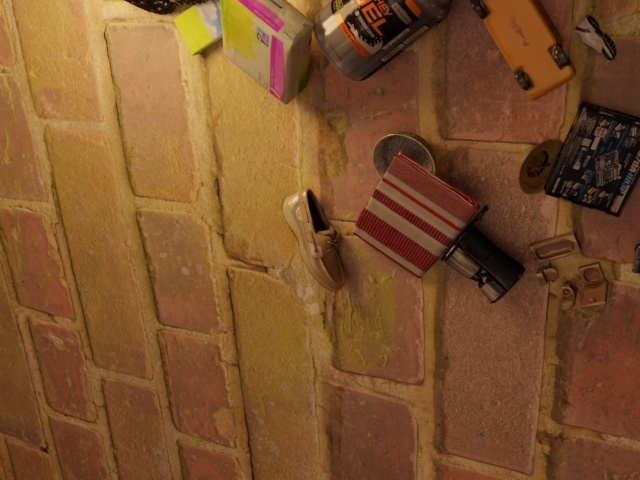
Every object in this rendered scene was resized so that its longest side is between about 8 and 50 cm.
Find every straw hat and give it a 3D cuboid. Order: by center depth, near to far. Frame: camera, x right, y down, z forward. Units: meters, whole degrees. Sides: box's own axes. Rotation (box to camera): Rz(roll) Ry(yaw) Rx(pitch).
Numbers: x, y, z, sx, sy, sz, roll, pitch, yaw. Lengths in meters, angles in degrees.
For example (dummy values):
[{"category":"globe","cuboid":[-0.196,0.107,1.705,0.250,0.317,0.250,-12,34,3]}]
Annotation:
[{"category":"straw hat","cuboid":[0.497,-0.184,1.523,0.061,0.144,0.144,52,135,47]}]

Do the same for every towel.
[{"category":"towel","cuboid":[0.233,-0.056,1.672,0.237,0.037,0.329,35,142,5]}]

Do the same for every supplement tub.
[{"category":"supplement tub","cuboid":[0.153,-0.522,1.468,0.316,0.193,0.193,-33,95,32]}]

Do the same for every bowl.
[{"category":"bowl","cuboid":[0.222,-0.209,1.627,0.170,0.080,0.170,22,138,21]}]

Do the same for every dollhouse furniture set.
[{"category":"dollhouse furniture set","cuboid":[0.586,0.078,1.560,0.144,0.123,0.151,-20,102,31]}]

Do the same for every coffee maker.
[{"category":"coffee maker","cuboid":[0.420,0.042,1.629,0.178,0.120,0.171,39,122,5]}]

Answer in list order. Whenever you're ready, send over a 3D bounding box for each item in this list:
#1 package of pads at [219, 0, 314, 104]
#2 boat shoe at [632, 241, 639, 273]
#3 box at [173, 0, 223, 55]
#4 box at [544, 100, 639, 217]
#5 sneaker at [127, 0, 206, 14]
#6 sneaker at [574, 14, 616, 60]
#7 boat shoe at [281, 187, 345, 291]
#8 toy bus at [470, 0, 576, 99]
[{"category":"package of pads","cuboid":[-0.137,-0.487,1.589,0.229,0.101,0.296,40,164,7]},{"category":"boat shoe","cuboid":[0.763,0.003,1.477,0.083,0.065,0.183,10,116,21]},{"category":"box","cuboid":[-0.299,-0.586,1.748,0.178,0.042,0.109,-21,102,31]},{"category":"box","cuboid":[0.625,-0.179,1.456,0.175,0.051,0.220,18,119,7]},{"category":"sneaker","cuboid":[-0.410,-0.694,1.723,0.330,0.130,0.147,3,87,33]},{"category":"sneaker","cuboid":[0.588,-0.427,1.395,0.109,0.040,0.044,53,139,1]},{"category":"boat shoe","cuboid":[0.000,0.000,1.825,0.098,0.109,0.302,-24,94,33]},{"category":"toy bus","cuboid":[0.419,-0.472,1.397,0.108,0.130,0.333,-30,96,31]}]
